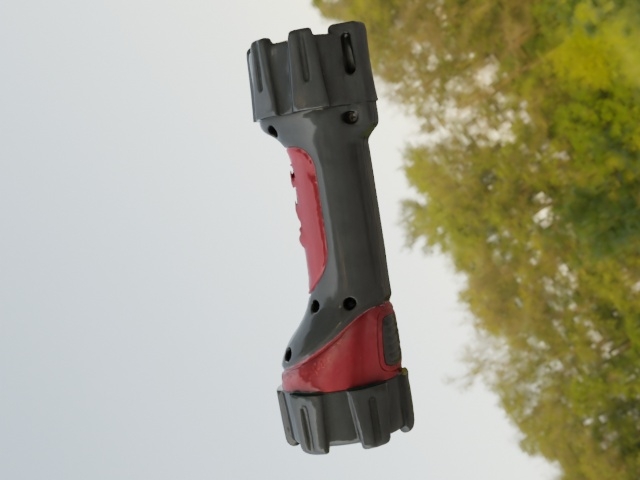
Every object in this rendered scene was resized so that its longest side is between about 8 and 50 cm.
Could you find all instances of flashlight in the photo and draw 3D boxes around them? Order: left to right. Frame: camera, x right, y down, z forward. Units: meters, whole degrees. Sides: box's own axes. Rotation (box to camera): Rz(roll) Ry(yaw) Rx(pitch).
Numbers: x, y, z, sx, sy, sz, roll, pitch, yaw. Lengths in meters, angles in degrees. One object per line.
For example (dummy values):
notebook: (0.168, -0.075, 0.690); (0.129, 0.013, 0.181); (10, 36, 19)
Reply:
flashlight: (0.000, 0.000, 0.749); (0.103, 0.103, 0.304); (178, 82, -71)
